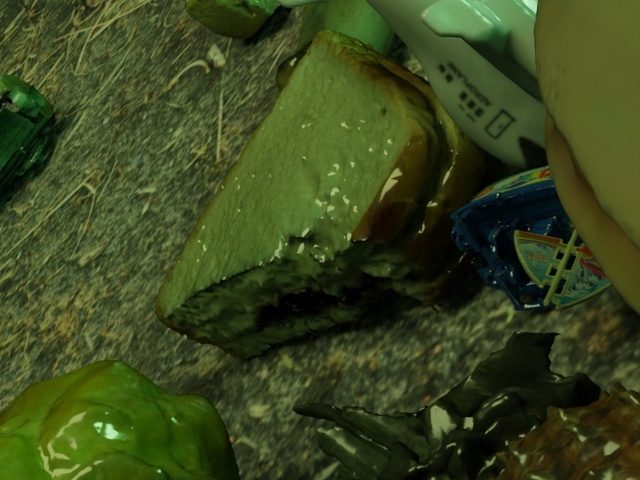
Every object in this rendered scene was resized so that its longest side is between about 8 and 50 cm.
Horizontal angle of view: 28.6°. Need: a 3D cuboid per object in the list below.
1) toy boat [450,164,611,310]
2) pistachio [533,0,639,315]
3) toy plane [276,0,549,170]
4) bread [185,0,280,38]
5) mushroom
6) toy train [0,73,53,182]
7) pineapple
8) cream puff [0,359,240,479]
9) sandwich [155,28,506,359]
[{"bbox_3d":[0.148,0.006,0.724,0.175,0.091,0.110,-19,29,40],"label":"toy boat"},{"bbox_3d":[0.269,-0.070,0.436,0.365,0.281,0.445,-29,39,-6],"label":"pistachio"},{"bbox_3d":[0.100,-0.133,0.779,0.123,0.266,0.267,-55,30,12],"label":"toy plane"},{"bbox_3d":[-0.090,-0.282,1.341,0.110,0.103,0.156,-41,27,47],"label":"bread"},{"bbox_3d":[0.043,-0.236,1.118,0.100,0.081,0.312,-8,50,38],"label":"mushroom"},{"bbox_3d":[-0.482,-0.105,1.702,0.307,0.126,0.189,-50,31,13],"label":"toy train"},{"bbox_3d":[0.099,0.128,0.625,0.364,0.165,0.166,3,64,59],"label":"pineapple"},{"bbox_3d":[-0.132,0.221,0.776,0.185,0.282,0.282,17,75,36],"label":"cream puff"},{"bbox_3d":[-0.004,-0.002,0.923,0.288,0.099,0.254,-56,32,14],"label":"sandwich"}]
